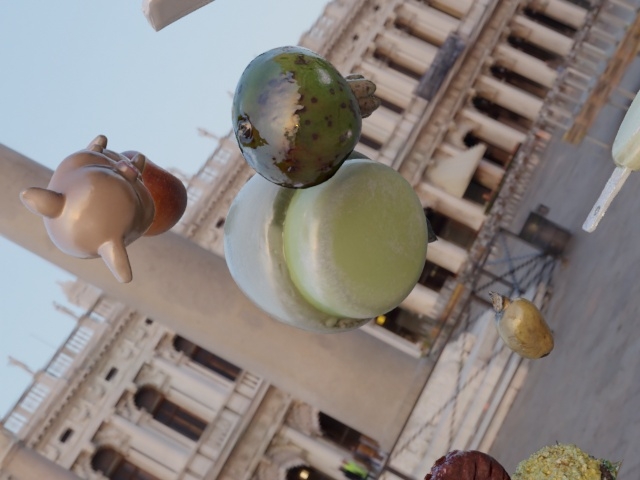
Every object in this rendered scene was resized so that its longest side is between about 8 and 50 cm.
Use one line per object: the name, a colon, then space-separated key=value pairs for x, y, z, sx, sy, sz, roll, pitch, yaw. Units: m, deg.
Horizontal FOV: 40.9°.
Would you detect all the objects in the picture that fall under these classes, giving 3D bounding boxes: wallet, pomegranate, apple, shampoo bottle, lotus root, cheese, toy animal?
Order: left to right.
toy animal: x=-0.314 y=-0.053 z=1.188 sx=0.154 sy=0.167 sz=0.250 roll=-65 pitch=14 yaw=10
apple: x=-0.388 y=-0.094 z=1.831 sx=0.162 sy=0.201 sz=0.201 roll=-56 pitch=-8 yaw=-4
wallet: x=-0.244 y=-0.456 z=1.579 sx=0.190 sy=0.033 sz=0.095 roll=-31 pitch=-24 yaw=-15
pomegranate: x=-0.015 y=-0.181 z=1.220 sx=0.248 sy=0.202 sz=0.202 roll=-22 pitch=-33 yaw=-34
shampoo bottle: x=0.000 y=0.000 z=1.491 sx=0.317 sy=0.322 sz=0.322 roll=-5 pitch=48 yaw=52
lotus root: x=0.506 y=0.212 z=2.181 sx=0.125 sy=0.221 sz=0.118 roll=-36 pitch=11 yaw=23
cheese: x=0.438 y=-0.122 z=1.201 sx=0.251 sy=0.054 sz=0.127 roll=-61 pitch=0 yaw=7

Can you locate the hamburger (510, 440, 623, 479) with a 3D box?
hamburger: x=0.426 y=0.475 z=1.574 sx=0.262 sy=0.139 sz=0.243 roll=-36 pitch=18 yaw=45

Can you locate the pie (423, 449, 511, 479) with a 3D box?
pie: x=0.240 y=0.451 z=1.419 sx=0.054 sy=0.219 sz=0.204 roll=-3 pitch=58 yaw=54

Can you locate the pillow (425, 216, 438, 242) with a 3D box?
pillow: x=0.101 y=-0.039 z=1.753 sx=0.189 sy=0.256 sz=0.034 roll=47 pitch=-129 yaw=-62
